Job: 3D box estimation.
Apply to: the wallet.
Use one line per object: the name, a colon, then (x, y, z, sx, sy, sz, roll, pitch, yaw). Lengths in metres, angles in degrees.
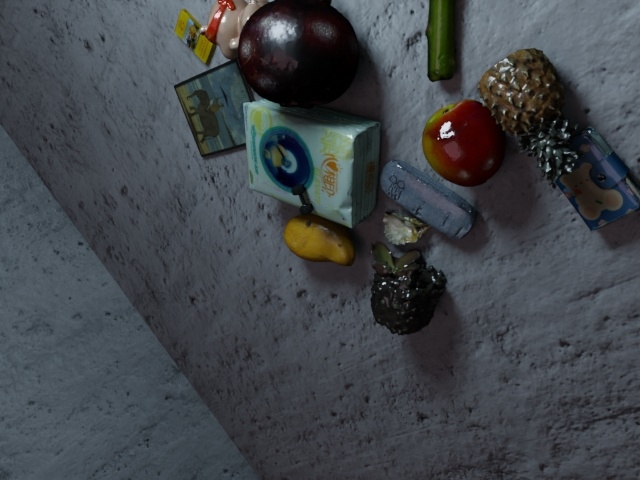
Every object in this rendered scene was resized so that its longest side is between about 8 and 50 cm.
wallet: (0.579, -0.131, 1.165, 0.202, 0.059, 0.141, 54, 143, 3)

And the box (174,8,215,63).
box: (-0.391, -0.637, 1.709, 0.155, 0.023, 0.087, 47, 138, 9)

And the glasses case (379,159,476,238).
glasses case: (0.276, -0.109, 1.428, 0.282, 0.067, 0.109, 38, 136, 19)

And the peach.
peach: (0.330, -0.214, 1.240, 0.197, 0.197, 0.198, 21, 127, 30)

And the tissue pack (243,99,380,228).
tissue pack: (-0.030, -0.232, 1.548, 0.387, 0.162, 0.288, 22, 131, 29)

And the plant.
plant: (0.239, 0.133, 1.531, 0.204, 0.178, 0.234, 25, 120, 41)

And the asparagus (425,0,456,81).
asparagus: (0.268, -0.496, 1.212, 0.067, 0.060, 0.278, 33, 135, 48)

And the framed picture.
framed picture: (-0.332, -0.424, 1.793, 0.346, 0.016, 0.265, -4, 112, 41)

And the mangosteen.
mangosteen: (-0.049, -0.469, 1.335, 0.297, 0.297, 0.294, 30, 121, 24)

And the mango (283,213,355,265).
mango: (0.002, -0.002, 1.700, 0.262, 0.109, 0.157, 19, 116, 25)

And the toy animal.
toy animal: (-0.221, -0.584, 1.485, 0.197, 0.171, 0.172, 15, 124, 25)

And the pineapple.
pineapple: (0.443, -0.245, 1.117, 0.157, 0.157, 0.279, -35, 78, 46)

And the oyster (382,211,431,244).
oyster: (0.225, -0.039, 1.529, 0.121, 0.045, 0.146, 44, 143, 6)

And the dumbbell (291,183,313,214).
dumbbell: (-0.049, -0.113, 1.499, 0.040, 0.036, 0.083, -2, 118, 45)
